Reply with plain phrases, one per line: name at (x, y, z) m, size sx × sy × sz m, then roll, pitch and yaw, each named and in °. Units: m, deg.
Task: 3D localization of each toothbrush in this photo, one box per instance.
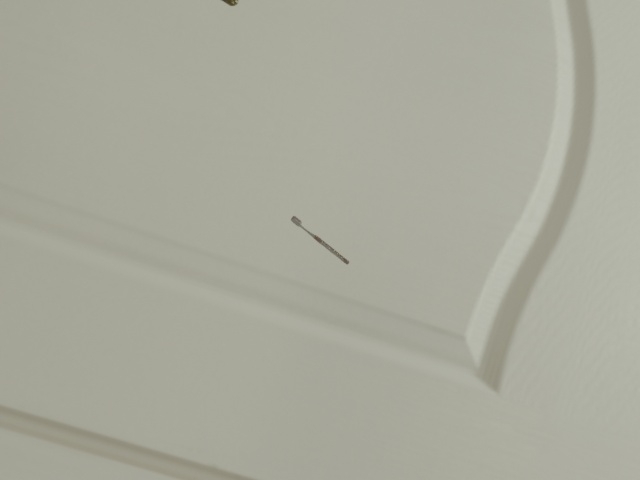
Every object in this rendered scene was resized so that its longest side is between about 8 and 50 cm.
toothbrush at (0.000, 0.000, 1.190) m, size 0.006 × 0.097 × 0.008 m, roll -40°, pitch -162°, yaw 38°

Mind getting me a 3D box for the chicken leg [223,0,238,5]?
chicken leg at (-0.145, -0.214, 0.697) m, size 0.093 × 0.178 × 0.070 m, roll -96°, pitch -161°, yaw -78°
